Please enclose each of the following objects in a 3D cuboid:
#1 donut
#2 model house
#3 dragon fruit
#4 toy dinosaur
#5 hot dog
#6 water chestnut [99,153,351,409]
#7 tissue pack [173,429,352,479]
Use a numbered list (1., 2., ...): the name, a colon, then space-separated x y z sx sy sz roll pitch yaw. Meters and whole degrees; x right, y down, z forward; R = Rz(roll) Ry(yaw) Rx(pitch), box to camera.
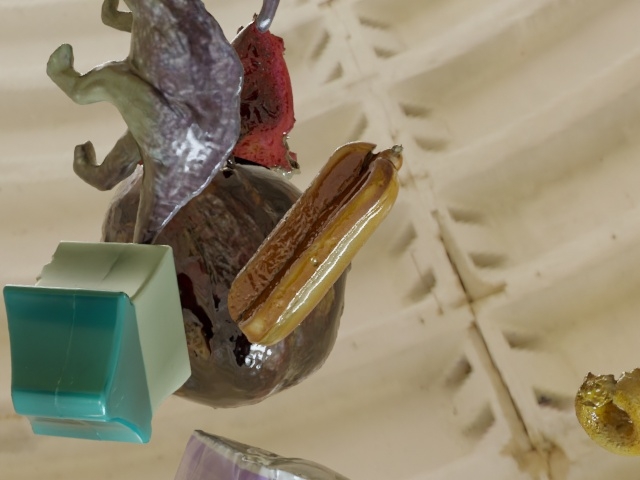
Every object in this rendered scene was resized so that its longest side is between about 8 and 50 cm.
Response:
1. donut: 0.301 0.174 1.295 0.043 0.097 0.108 -36 -174 -34
2. model house: -0.171 0.083 0.963 0.100 0.127 0.149 1 -155 15
3. dragon fruit: -0.119 -0.147 1.809 0.262 0.134 0.211 -43 -93 -6
4. toy dinosaur: -0.126 -0.129 1.008 0.162 0.294 0.077 26 -156 27
5. hot dog: 0.000 0.000 1.204 0.236 0.062 0.092 -48 -136 19
6. water chestnut: -0.155 0.058 1.586 0.335 0.335 0.347 24 -141 38
7. tissue pack: -0.080 0.358 1.205 0.242 0.160 0.338 3 -107 70
